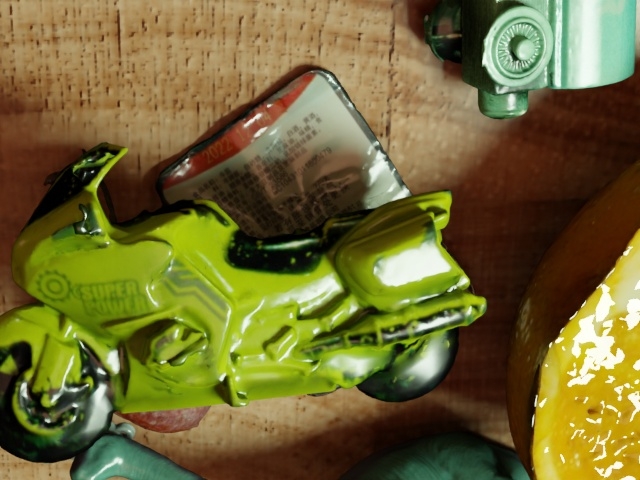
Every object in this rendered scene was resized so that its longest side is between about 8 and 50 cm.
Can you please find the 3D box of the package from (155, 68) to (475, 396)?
[{"bbox_3d":[0.000,0.000,1.008,0.166,0.040,0.232,-35,102,5],"label":"package"}]

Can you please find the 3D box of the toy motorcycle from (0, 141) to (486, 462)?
[{"bbox_3d":[-0.068,0.029,0.902,0.342,0.142,0.206,-7,101,-10],"label":"toy motorcycle"}]

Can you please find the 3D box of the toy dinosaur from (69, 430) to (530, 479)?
[{"bbox_3d":[0.041,0.178,1.049,0.331,0.383,0.129,39,136,19],"label":"toy dinosaur"}]

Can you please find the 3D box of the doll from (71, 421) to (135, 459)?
[{"bbox_3d":[-0.239,0.127,1.017,0.195,0.070,0.096,17,124,-4],"label":"doll"}]

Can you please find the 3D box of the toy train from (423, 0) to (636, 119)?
[{"bbox_3d":[0.160,-0.210,0.915,0.159,0.101,0.248,-9,113,-19],"label":"toy train"}]

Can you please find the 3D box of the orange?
[{"bbox_3d":[0.266,0.075,0.947,0.274,0.274,0.310,22,63,-13],"label":"orange"}]

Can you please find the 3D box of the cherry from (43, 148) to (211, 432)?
[{"bbox_3d":[-0.152,0.050,0.984,0.107,0.090,0.225,-36,101,-16],"label":"cherry"}]
